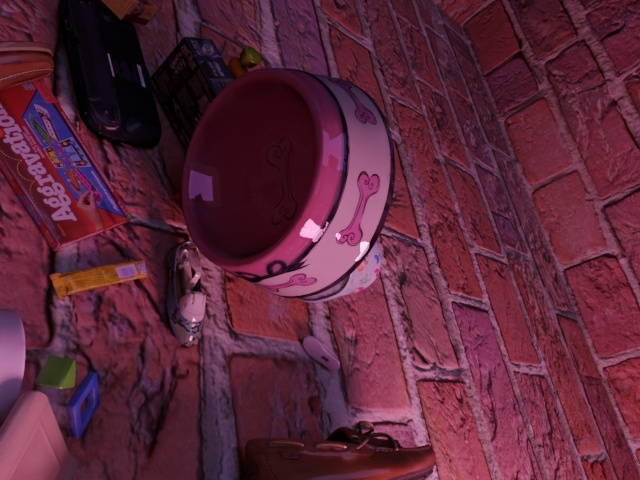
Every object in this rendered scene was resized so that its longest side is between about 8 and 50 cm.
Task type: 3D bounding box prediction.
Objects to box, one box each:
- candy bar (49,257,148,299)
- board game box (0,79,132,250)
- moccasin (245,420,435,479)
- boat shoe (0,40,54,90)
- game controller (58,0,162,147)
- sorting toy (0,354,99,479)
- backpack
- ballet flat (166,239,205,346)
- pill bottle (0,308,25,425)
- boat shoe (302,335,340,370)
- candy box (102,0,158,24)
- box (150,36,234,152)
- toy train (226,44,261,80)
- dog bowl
[{"bbox_3d":[-0.341,0.057,0.861,0.161,0.018,0.040,-13,78,-53],"label":"candy bar"},{"bbox_3d":[-0.438,-0.129,0.878,0.281,0.027,0.145,57,38,-1],"label":"board game box"},{"bbox_3d":[0.044,0.385,0.960,0.380,0.139,0.147,5,48,-27],"label":"moccasin"},{"bbox_3d":[-0.517,-0.201,0.762,0.307,0.111,0.104,-28,102,-35],"label":"boat shoe"},{"bbox_3d":[-0.400,-0.324,1.050,0.166,0.067,0.319,16,52,-60],"label":"game controller"},{"bbox_3d":[-0.342,0.284,0.593,0.047,0.196,0.347,10,46,1],"label":"sorting toy"},{"bbox_3d":[0.000,0.000,1.126,0.191,0.225,0.253,-13,85,-49],"label":"backpack"},{"bbox_3d":[-0.227,0.084,0.935,0.070,0.070,0.188,9,58,-46],"label":"ballet flat"},{"bbox_3d":[-0.468,0.128,0.543,0.283,0.160,0.160,12,56,-45],"label":"pill bottle"},{"bbox_3d":[0.002,0.227,1.124,0.100,0.035,0.035,41,12,-15],"label":"boat shoe"},{"bbox_3d":[-0.433,-0.526,1.109,0.186,0.053,0.109,46,17,-5],"label":"candy box"},{"bbox_3d":[-0.248,-0.294,1.115,0.078,0.147,0.180,-22,81,-53],"label":"box"},{"bbox_3d":[-0.195,-0.396,1.252,0.105,0.143,0.248,-14,76,-53],"label":"toy train"},{"bbox_3d":[-0.081,-0.109,0.943,0.150,0.408,0.407,14,54,-50],"label":"dog bowl"}]
